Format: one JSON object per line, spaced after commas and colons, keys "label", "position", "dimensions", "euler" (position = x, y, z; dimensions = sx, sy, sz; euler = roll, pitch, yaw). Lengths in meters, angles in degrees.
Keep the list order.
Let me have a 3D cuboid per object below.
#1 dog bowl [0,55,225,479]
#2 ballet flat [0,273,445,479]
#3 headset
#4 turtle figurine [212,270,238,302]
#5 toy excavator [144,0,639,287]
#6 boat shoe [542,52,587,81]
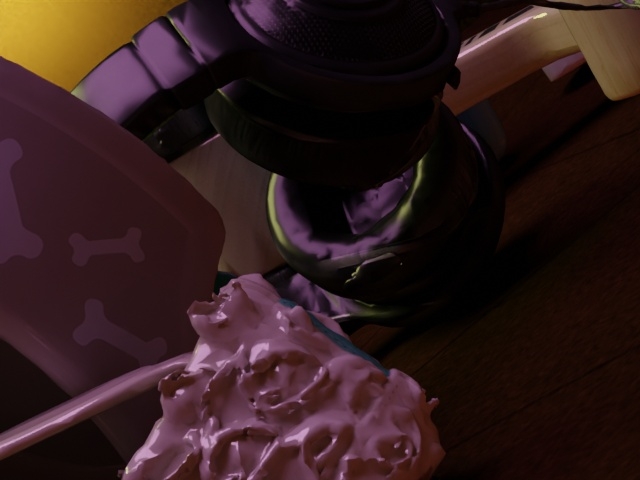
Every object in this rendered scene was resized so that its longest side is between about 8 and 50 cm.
{"label": "dog bowl", "position": [-0.184, 0.061, 0.750], "dimensions": [0.349, 0.349, 0.102], "euler": [-34, 22, 47]}
{"label": "ballet flat", "position": [-0.135, 0.163, 0.604], "dimensions": [0.409, 0.147, 0.147], "euler": [-40, 6, 3]}
{"label": "headset", "position": [0.036, -0.042, 0.819], "dimensions": [0.394, 0.185, 0.243], "euler": [-33, -39, -7]}
{"label": "turtle figurine", "position": [-0.106, 0.066, 1.055], "dimensions": [0.118, 0.175, 0.234], "euler": [-33, 14, -18]}
{"label": "toy excavator", "position": [0.070, -0.108, 1.122], "dimensions": [0.445, 0.222, 0.433], "euler": [-31, 8, 6]}
{"label": "boat shoe", "position": [0.254, -0.241, 1.339], "dimensions": [0.301, 0.102, 0.108], "euler": [-44, 7, -39]}
